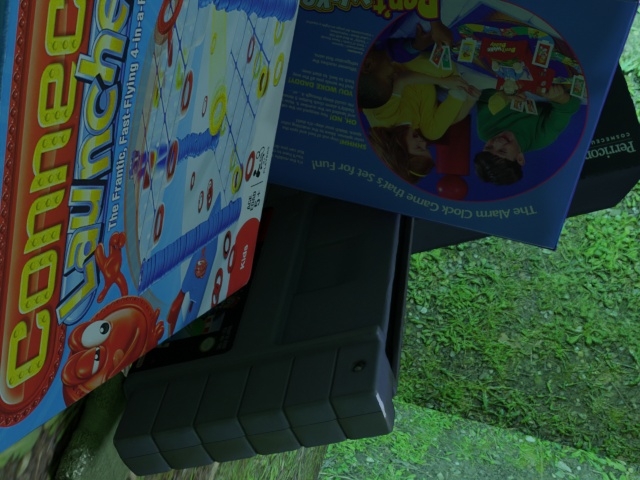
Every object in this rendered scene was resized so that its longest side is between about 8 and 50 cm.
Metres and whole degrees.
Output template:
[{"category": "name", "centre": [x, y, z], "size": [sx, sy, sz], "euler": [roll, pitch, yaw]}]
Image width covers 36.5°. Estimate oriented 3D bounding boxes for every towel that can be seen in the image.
[{"category": "towel", "centre": [-0.187, 0.183, 0.828], "size": [0.148, 0.027, 0.110], "euler": [94, 13, -56]}]

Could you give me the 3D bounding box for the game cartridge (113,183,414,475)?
[{"category": "game cartridge", "centre": [-0.036, 0.045, 0.861], "size": [0.355, 0.230, 0.068], "euler": [-78, 153, -54]}]

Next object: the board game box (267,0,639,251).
[{"category": "board game box", "centre": [0.056, -0.142, 0.806], "size": [0.078, 0.347, 0.233], "euler": [-68, 169, -51]}]

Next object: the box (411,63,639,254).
[{"category": "box", "centre": [0.155, -0.166, 1.121], "size": [0.179, 0.343, 0.313], "euler": [75, 2, -75]}]

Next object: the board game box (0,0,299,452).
[{"category": "board game box", "centre": [-0.111, -0.084, 0.513], "size": [0.302, 0.086, 0.308], "euler": [-37, 141, -65]}]
